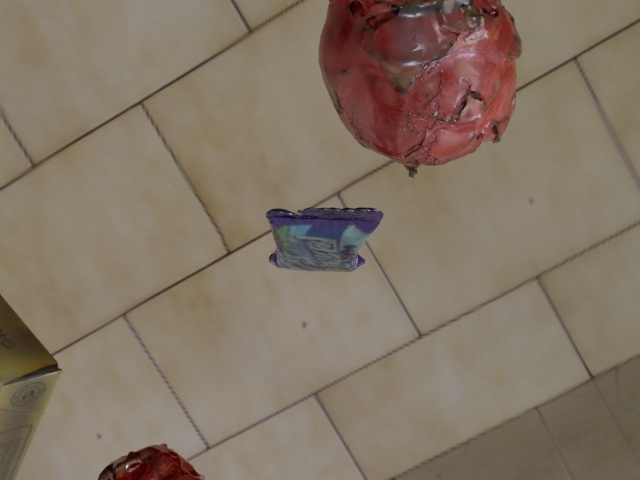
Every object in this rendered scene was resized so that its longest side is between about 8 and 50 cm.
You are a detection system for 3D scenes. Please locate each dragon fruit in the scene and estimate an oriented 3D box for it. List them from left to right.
[{"bbox_3d":[0.143,-0.256,1.163,0.295,0.296,0.302,-24,130,8],"label":"dragon fruit"}]

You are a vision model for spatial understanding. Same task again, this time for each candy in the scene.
[{"bbox_3d":[0.000,0.000,1.110,0.145,0.275,0.070,-1,76,-3],"label":"candy"}]

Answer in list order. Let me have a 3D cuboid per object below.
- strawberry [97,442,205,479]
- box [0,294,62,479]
[{"bbox_3d":[-0.120,0.292,0.677,0.205,0.205,0.245,-24,79,8],"label":"strawberry"},{"bbox_3d":[-0.357,0.156,0.817,0.159,0.071,0.240,46,125,20],"label":"box"}]
